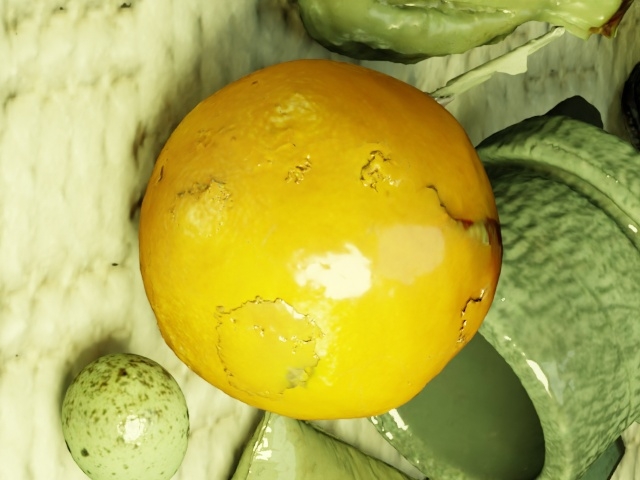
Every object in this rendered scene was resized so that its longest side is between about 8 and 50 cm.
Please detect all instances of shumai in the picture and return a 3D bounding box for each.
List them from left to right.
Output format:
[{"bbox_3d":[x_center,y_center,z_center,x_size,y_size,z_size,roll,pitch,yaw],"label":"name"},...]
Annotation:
[{"bbox_3d":[0.118,-0.228,1.432,0.261,0.222,0.225,-29,125,-41],"label":"shumai"}]

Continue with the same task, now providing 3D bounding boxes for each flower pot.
[{"bbox_3d":[0.193,0.060,1.563,0.283,0.299,0.299,-41,131,-32],"label":"flower pot"}]

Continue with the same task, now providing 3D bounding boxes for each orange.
[{"bbox_3d":[0.000,0.000,1.325,0.246,0.246,0.246,-21,117,-49],"label":"orange"}]

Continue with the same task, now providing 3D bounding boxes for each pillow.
[{"bbox_3d":[0.009,0.251,1.550,0.302,0.075,0.184,34,75,-51],"label":"pillow"}]

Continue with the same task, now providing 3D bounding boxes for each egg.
[{"bbox_3d":[-0.128,0.125,1.316,0.085,0.085,0.110,-49,138,-33],"label":"egg"}]

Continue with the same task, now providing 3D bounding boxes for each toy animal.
[{"bbox_3d":[0.334,0.003,1.853,0.197,0.272,0.160,-41,167,-45],"label":"toy animal"}]

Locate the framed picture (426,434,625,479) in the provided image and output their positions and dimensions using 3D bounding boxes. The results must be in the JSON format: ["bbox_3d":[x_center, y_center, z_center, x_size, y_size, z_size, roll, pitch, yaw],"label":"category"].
[{"bbox_3d":[0.176,0.244,1.826,0.347,0.016,0.265,-54,137,-30],"label":"framed picture"}]

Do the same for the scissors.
[{"bbox_3d":[0.099,-0.111,1.465,0.110,0.212,0.021,-16,84,-51],"label":"scissors"}]
